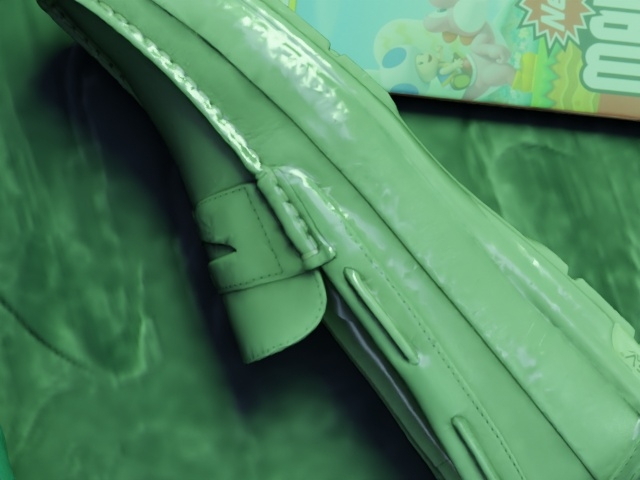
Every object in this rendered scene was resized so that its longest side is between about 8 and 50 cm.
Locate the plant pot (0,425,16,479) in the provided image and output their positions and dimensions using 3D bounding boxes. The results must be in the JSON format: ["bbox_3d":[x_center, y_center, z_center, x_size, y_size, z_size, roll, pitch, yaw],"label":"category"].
[{"bbox_3d":[-0.191,0.189,0.633,0.271,0.271,0.255,-24,79,-10],"label":"plant pot"}]

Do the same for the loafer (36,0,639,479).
[{"bbox_3d":[0.000,0.000,0.776,0.319,0.112,0.111,43,82,1],"label":"loafer"}]

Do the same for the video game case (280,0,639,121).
[{"bbox_3d":[0.074,-0.159,0.831,0.285,0.025,0.204,6,102,-3],"label":"video game case"}]
